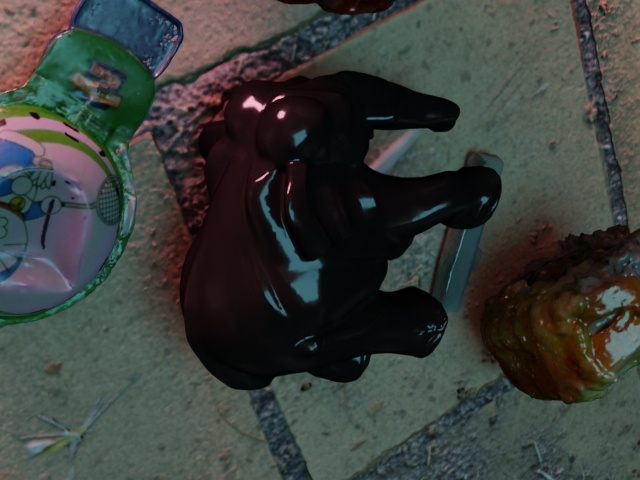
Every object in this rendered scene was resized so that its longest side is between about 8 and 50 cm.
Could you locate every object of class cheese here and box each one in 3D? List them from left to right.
[{"bbox_3d":[-0.225,-0.063,0.892,0.204,0.083,0.320,30,92,-36],"label":"cheese"}]

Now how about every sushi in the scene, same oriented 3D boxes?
[{"bbox_3d":[0.280,0.082,1.187,0.184,0.274,0.139,-35,96,-19],"label":"sushi"}]

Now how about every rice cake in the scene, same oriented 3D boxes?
[{"bbox_3d":[0.160,-0.007,1.180,0.042,0.030,0.180,5,107,-35],"label":"rice cake"}]

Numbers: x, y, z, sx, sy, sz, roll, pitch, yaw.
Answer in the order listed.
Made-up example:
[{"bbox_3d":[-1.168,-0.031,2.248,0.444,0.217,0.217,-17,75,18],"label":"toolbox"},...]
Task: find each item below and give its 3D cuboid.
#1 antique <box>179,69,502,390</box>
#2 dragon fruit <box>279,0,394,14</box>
[{"bbox_3d":[0.000,0.000,0.994,0.255,0.185,0.322,15,104,-36],"label":"antique"},{"bbox_3d":[-0.001,-0.319,0.835,0.244,0.244,0.299,-28,103,-19],"label":"dragon fruit"}]
